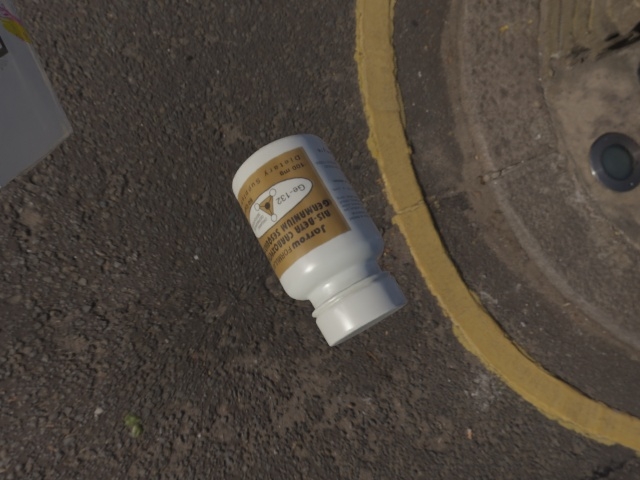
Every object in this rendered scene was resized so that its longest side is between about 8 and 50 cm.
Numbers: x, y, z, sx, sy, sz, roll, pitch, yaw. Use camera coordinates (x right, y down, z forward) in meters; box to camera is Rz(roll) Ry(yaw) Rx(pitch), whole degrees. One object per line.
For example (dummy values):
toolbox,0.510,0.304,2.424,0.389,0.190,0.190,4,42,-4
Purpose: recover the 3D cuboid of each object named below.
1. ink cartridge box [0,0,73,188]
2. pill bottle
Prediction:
ink cartridge box,-0.339,-0.147,0.340,0.171,0.168,0.232,-14,119,-1
pill bottle,0.000,0.000,0.548,0.131,0.131,0.229,-26,75,-13
